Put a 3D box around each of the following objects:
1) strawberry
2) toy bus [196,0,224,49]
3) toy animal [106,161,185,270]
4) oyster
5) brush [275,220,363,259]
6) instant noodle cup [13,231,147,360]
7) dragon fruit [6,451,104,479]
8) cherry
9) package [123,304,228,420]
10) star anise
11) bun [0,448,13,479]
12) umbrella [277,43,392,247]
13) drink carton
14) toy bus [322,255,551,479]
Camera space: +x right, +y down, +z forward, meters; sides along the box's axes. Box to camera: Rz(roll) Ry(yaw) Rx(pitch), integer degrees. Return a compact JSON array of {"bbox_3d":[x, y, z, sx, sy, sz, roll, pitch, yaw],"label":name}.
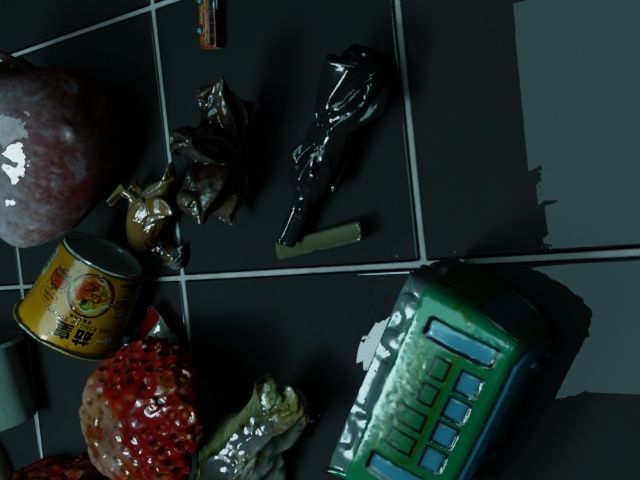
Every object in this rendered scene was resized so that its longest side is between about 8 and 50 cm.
[{"bbox_3d":[-0.311,0.292,1.323,0.336,0.149,0.265,-39,60,54],"label":"strawberry"},{"bbox_3d":[-0.186,-0.382,1.330,0.043,0.031,0.110,4,99,32],"label":"toy bus"},{"bbox_3d":[-0.288,-0.046,1.411,0.179,0.089,0.188,44,118,6],"label":"toy animal"},{"bbox_3d":[-0.109,0.349,1.295,0.197,0.133,0.337,48,124,13],"label":"oyster"},{"bbox_3d":[0.000,0.000,1.246,0.190,0.028,0.034,-14,83,43],"label":"brush"},{"bbox_3d":[-0.434,0.097,1.455,0.216,0.216,0.172,35,103,27],"label":"instant noodle cup"},{"bbox_3d":[-0.559,0.559,1.635,0.330,0.240,0.302,-44,40,8],"label":"dragon fruit"},{"bbox_3d":[-0.528,-0.179,1.431,0.326,0.291,0.334,37,117,21],"label":"cherry"},{"bbox_3d":[-0.278,0.251,1.461,0.239,0.030,0.154,51,122,19],"label":"package"},{"bbox_3d":[-0.172,-0.132,1.240,0.099,0.214,0.219,16,85,28],"label":"star anise"},{"bbox_3d":[-0.861,0.587,1.822,0.299,0.165,0.298,3,95,35],"label":"bun"},{"bbox_3d":[0.008,-0.133,1.178,0.118,0.118,0.340,37,119,26],"label":"umbrella"},{"bbox_3d":[-0.701,0.307,1.669,0.185,0.191,0.189,170,82,-73],"label":"drink carton"},{"bbox_3d":[0.164,0.209,1.058,0.199,0.184,0.343,29,112,23],"label":"toy bus"}]
